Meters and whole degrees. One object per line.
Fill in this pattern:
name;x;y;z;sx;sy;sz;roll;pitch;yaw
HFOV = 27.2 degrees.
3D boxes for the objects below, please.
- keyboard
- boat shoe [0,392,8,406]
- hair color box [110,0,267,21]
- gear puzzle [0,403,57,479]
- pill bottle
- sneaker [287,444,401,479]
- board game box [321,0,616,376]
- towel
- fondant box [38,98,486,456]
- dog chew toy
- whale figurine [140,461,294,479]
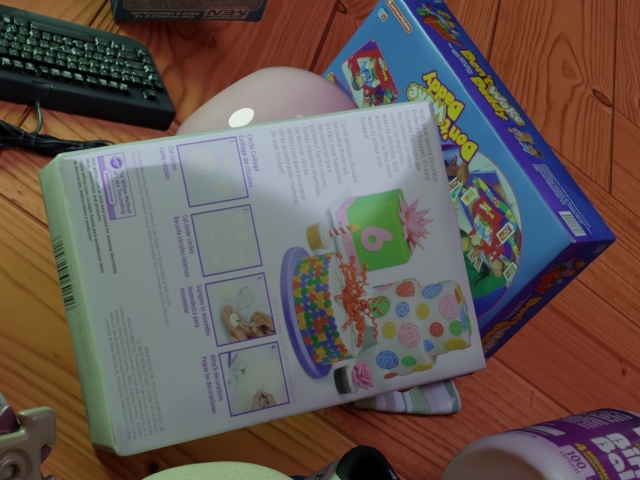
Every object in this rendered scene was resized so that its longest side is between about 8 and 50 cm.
keyboard;-0.274;-0.155;1.277;0.317;0.033;0.201;7;51;-41
boat shoe;-0.368;0.096;0.861;0.158;0.127;0.341;48;24;27
hair color box;-0.163;-0.417;1.485;0.174;0.105;0.347;-3;67;-18
gear puzzle;-0.310;0.212;0.822;0.339;0.044;0.175;-9;103;-47
pill bottle;0.266;0.257;1.314;0.302;0.169;0.169;-4;59;-47
sneaker;0.035;0.289;1.033;0.128;0.182;0.315;18;44;-32
board game box;0.118;-0.061;1.392;0.078;0.233;0.347;-3;53;-46
towel;0.076;0.127;1.372;0.152;0.023;0.113;9;49;-41
fondant box;-0.045;0.025;1.103;0.330;0.096;0.238;-11;88;-21
dog chew toy;0.000;0.000;1.274;0.331;0.207;0.207;56;35;1
whale figurine;-0.071;0.280;0.931;0.216;0.141;0.272;-5;32;-8
